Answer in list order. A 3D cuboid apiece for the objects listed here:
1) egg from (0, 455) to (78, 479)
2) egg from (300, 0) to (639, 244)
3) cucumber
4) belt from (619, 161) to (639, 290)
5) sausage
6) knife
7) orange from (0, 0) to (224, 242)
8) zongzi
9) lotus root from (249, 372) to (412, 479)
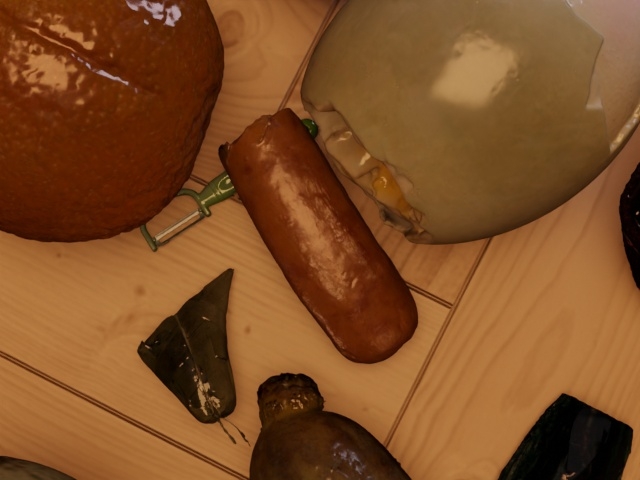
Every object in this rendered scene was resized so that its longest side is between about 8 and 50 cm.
[{"bbox_3d":[-0.325,0.403,1.385,0.345,0.345,0.428,27,91,4],"label":"egg"},{"bbox_3d":[0.162,-0.159,1.446,0.336,0.278,0.278,-37,85,-2],"label":"egg"},{"bbox_3d":[0.232,0.250,1.513,0.115,0.086,0.193,27,80,6],"label":"cucumber"},{"bbox_3d":[0.431,-0.035,1.492,0.289,0.164,0.184,-28,59,1],"label":"belt"},{"bbox_3d":[0.002,-0.001,1.521,0.109,0.109,0.270,-32,93,-1],"label":"sausage"},{"bbox_3d":[-0.097,-0.068,1.580,0.212,0.015,0.054,-33,83,0],"label":"knife"},{"bbox_3d":[-0.272,-0.168,1.450,0.357,0.322,0.322,21,86,10],"label":"orange"},{"bbox_3d":[-0.090,0.116,1.528,0.130,0.062,0.154,-42,65,-8],"label":"zongzi"},{"bbox_3d":[0.025,0.269,1.480,0.173,0.173,0.309,-37,81,-1],"label":"lotus root"}]
